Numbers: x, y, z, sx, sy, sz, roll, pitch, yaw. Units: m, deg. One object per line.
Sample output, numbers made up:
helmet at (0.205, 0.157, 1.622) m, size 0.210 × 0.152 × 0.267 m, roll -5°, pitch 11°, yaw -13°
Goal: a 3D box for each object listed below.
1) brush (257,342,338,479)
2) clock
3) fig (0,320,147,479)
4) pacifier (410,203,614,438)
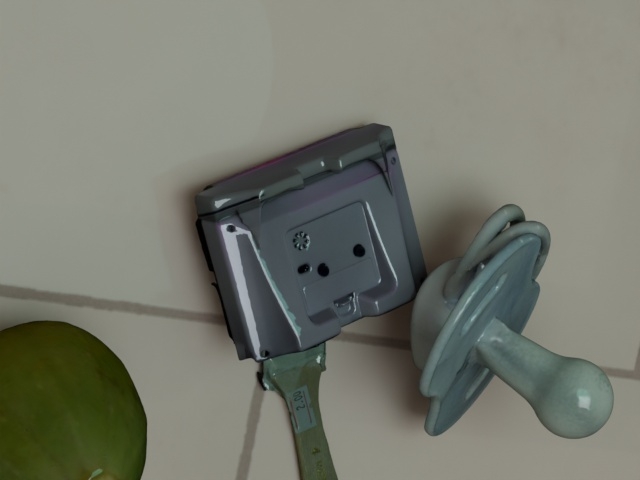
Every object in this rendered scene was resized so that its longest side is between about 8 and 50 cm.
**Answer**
brush at (-0.014, 0.194, 2.130) m, size 0.085 × 0.020 × 0.337 m, roll -20°, pitch 108°, yaw -25°
clock at (0.000, 0.000, 2.049) m, size 0.253 × 0.083 × 0.186 m, roll -24°, pitch 108°, yaw -30°
fig at (-0.262, 0.197, 1.886) m, size 0.207 × 0.230 × 0.207 m, roll -29°, pitch 154°, yaw -16°
pacifier at (0.217, 0.118, 2.093) m, size 0.244 × 0.233 × 0.299 m, roll -47°, pitch 161°, yaw -14°
